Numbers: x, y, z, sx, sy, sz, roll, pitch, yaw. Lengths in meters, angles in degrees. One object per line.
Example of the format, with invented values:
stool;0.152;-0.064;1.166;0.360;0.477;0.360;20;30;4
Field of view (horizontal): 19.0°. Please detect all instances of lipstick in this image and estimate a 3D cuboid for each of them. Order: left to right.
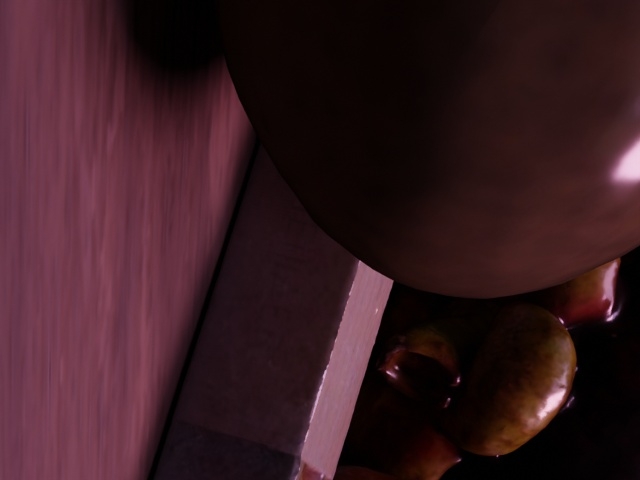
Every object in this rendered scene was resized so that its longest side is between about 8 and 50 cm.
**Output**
lipstick;0.000;0.000;1.019;0.080;0.076;0.371;51;55;-68

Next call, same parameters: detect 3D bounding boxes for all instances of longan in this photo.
longan;0.091;-0.143;0.867;0.288;0.288;0.350;66;33;-64

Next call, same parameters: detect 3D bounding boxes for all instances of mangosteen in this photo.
mangosteen;0.157;0.108;1.309;0.347;0.307;0.307;35;66;-39

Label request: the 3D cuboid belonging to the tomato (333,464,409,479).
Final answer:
tomato;0.014;0.218;1.139;0.214;0.181;0.155;-57;138;-66
